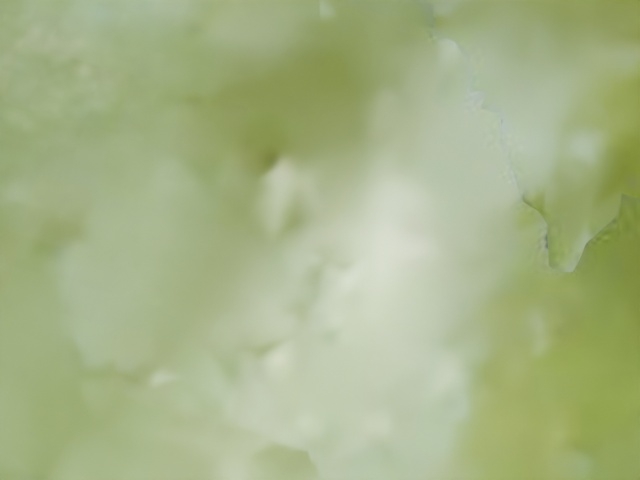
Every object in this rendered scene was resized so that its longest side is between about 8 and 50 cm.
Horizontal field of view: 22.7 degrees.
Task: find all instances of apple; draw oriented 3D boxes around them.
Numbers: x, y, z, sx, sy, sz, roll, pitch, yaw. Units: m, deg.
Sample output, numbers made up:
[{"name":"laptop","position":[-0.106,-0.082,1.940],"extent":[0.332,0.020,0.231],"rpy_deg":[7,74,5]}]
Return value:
[{"name":"apple","position":[0.000,0.000,0.563],"extent":[0.474,0.473,0.473],"rpy_deg":[2,100,13]}]
